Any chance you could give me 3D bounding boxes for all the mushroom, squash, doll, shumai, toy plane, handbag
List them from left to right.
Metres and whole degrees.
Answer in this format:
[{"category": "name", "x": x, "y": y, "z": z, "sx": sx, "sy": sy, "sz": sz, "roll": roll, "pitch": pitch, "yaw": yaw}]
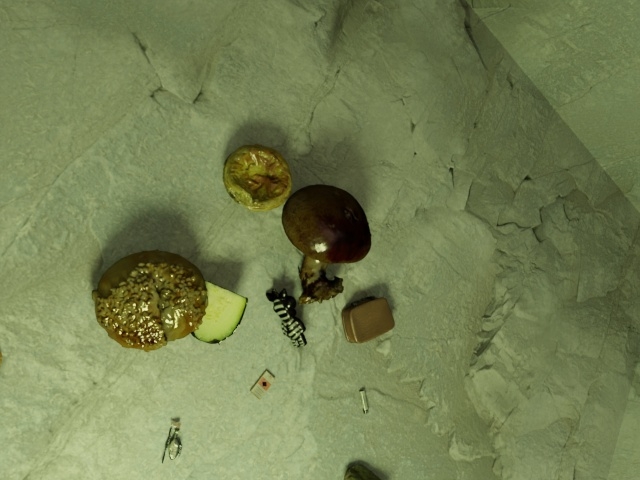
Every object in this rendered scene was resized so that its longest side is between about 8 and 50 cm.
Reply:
[{"category": "toy plane", "x": -0.432, "y": 0.598, "z": 1.564, "sx": 0.049, "sy": 0.031, "sz": 0.120, "roll": 17, "pitch": 77, "yaw": -19}, {"category": "squash", "x": -0.331, "y": 0.223, "z": 1.655, "sx": 0.192, "sy": 0.085, "sz": 0.184, "roll": 23, "pitch": 95, "yaw": 5}, {"category": "doll", "x": -0.107, "y": 0.256, "z": 1.778, "sx": 0.067, "sy": 0.091, "sz": 0.219, "roll": -32, "pitch": 100, "yaw": -54}, {"category": "mushroom", "x": 0.019, "y": -0.009, "z": 1.837, "sx": 0.331, "sy": 0.356, "sz": 0.334, "roll": -17, "pitch": 54, "yaw": -30}, {"category": "shumai", "x": 0.146, "y": 0.888, "z": 1.828, "sx": 0.201, "sy": 0.201, "sz": 0.120, "roll": 25, "pitch": 111, "yaw": -26}, {"category": "handbag", "x": 0.172, "y": 0.288, "z": 1.952, "sx": 0.193, "sy": 0.072, "sz": 0.151, "roll": -19, "pitch": 93, "yaw": -30}]

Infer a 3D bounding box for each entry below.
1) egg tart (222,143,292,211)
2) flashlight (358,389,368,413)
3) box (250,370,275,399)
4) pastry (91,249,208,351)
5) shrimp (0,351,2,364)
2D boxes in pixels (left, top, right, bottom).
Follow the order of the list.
[{"category": "egg tart", "x": -0.212, "y": -0.202, "z": 1.760, "sx": 0.241, "sy": 0.106, "sz": 0.241, "roll": 6, "pitch": 74, "yaw": -21}, {"category": "flashlight", "x": 0.158, "y": 0.588, "z": 1.928, "sx": 0.018, "sy": 0.018, "sz": 0.083, "roll": -10, "pitch": 88, "yaw": -32}, {"category": "box", "x": -0.189, "y": 0.475, "z": 1.738, "sx": 0.046, "sy": 0.012, "sz": 0.083, "roll": 48, "pitch": 62, "yaw": -16}, {"category": "pastry", "x": -0.472, "y": 0.167, "z": 1.490, "sx": 0.316, "sy": 0.184, "sz": 0.284, "roll": -9, "pitch": 89, "yaw": -20}, {"category": "shrimp", "x": -0.852, "y": 0.328, "z": 1.354, "sx": 0.059, "sy": 0.023, "sz": 0.108, "roll": 12, "pitch": 77, "yaw": -20}]
